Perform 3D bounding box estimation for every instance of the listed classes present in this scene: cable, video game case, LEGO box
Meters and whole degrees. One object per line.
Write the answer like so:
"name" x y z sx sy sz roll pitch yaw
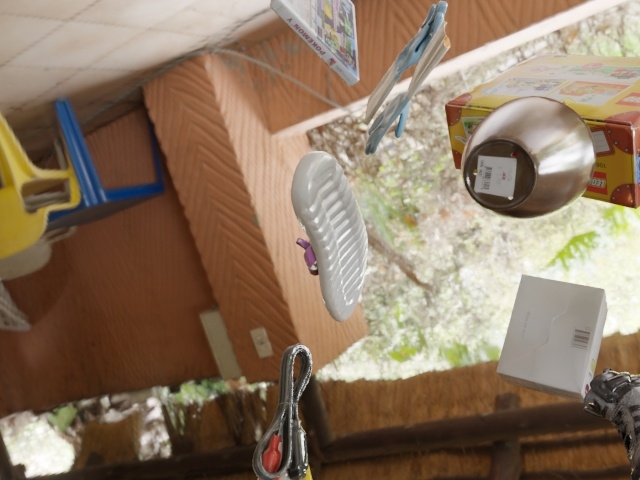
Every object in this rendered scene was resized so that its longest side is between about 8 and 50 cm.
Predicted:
"cable" -0.070 0.317 1.161 0.140 0.287 0.072 22 140 -38
"video game case" -0.006 -0.360 1.022 0.023 0.201 0.183 -27 135 30
"LEGO box" 0.614 -0.285 1.576 0.373 0.193 0.500 -31 -149 -25

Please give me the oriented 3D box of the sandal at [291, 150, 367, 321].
"sandal" 0.007 -0.010 1.263 0.102 0.416 0.169 15 -128 26

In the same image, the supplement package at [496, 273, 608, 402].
"supplement package" 0.582 0.243 1.654 0.204 0.261 0.145 11 163 30

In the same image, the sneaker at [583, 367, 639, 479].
"sneaker" 0.544 0.332 1.188 0.153 0.101 0.268 16 -142 25

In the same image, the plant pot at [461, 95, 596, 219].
"plant pot" 0.313 -0.119 1.067 0.216 0.215 0.230 -18 -177 31

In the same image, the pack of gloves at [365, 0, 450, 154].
"pack of gloves" 0.142 -0.244 1.027 0.232 0.046 0.195 -53 -163 41
